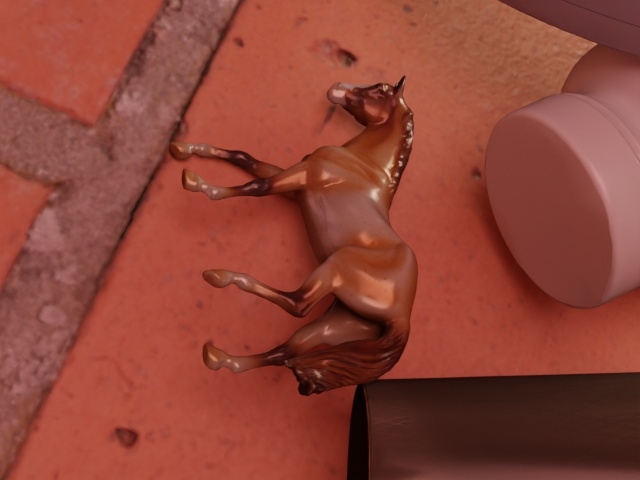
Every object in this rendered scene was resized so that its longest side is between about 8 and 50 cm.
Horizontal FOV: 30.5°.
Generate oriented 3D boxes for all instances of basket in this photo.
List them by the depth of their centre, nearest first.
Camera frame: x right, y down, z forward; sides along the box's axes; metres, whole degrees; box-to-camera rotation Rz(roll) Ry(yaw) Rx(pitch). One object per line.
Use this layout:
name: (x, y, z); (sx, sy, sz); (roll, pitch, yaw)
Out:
basket: (0.135, 0.154, 0.730); (0.227, 0.204, 0.154); (2, 88, -5)

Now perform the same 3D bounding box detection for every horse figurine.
horse figurine: (0.000, 0.000, 0.774); (0.174, 0.066, 0.263); (-1, 51, -17)

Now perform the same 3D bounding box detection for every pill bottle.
pill bottle: (0.292, -0.079, 0.830); (0.334, 0.188, 0.188); (-23, 81, -20)

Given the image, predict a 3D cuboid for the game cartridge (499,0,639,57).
game cartridge: (0.205, -0.211, 0.794); (0.294, 0.060, 0.196); (31, 51, 28)
